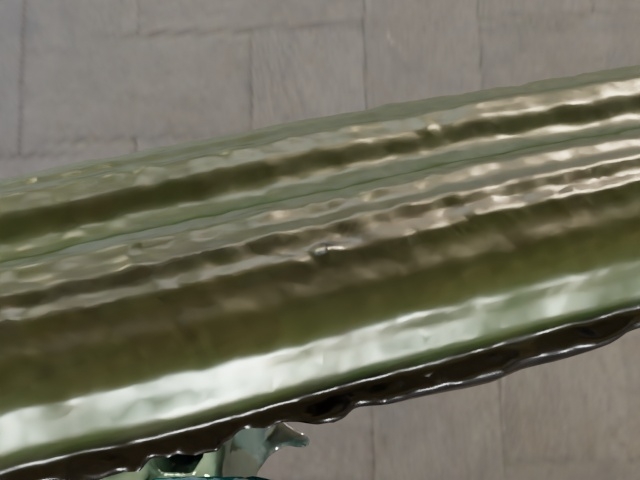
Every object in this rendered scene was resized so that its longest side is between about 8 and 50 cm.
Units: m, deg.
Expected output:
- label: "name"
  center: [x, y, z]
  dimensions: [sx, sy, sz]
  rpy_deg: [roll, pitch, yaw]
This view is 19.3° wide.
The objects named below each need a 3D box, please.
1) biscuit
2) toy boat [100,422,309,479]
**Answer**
- label: "biscuit"
  center: [0.000, 0.000, 0.434]
  dimensions: [0.322, 0.038, 0.099]
  rpy_deg: [-13, 33, -25]
- label: "toy boat"
  center: [-0.012, 0.136, 0.566]
  dimensions: [0.134, 0.299, 0.092]
  rpy_deg: [-4, 53, 16]
